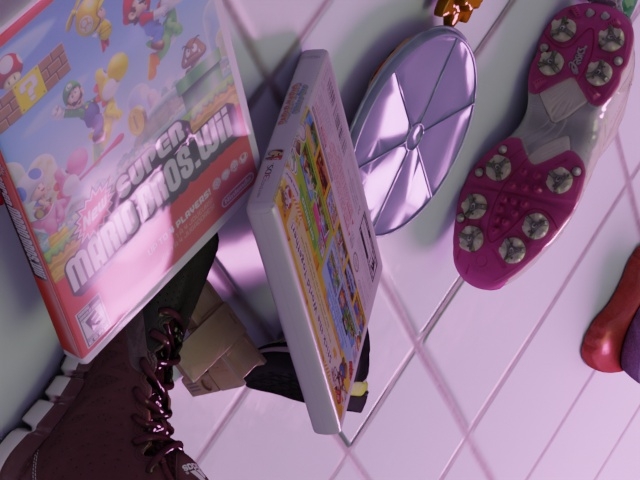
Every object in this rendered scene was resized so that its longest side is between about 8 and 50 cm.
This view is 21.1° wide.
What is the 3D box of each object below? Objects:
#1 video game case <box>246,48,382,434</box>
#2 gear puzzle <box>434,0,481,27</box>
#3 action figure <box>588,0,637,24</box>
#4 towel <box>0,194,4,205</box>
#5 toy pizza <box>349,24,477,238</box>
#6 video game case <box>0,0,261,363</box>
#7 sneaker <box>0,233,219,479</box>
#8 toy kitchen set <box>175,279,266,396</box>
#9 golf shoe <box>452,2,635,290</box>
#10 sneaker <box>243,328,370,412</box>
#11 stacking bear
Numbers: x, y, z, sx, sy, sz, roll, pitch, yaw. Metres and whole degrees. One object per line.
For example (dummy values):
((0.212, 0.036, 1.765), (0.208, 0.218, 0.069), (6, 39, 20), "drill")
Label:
((0.000, 0.000, 1.337), (0.206, 0.026, 0.227), (-73, 155, -49), "video game case")
((0.160, -0.337, 1.439), (0.175, 0.044, 0.339), (-10, 121, -57), "gear puzzle")
((0.334, -0.332, 1.724), (0.137, 0.063, 0.232), (35, 78, -58), "action figure")
((-0.176, -0.113, 1.080), (0.275, 0.031, 0.199), (-25, 134, -49), "towel")
((0.071, -0.096, 1.503), (0.201, 0.032, 0.201), (-39, 144, -36), "toy pizza")
((-0.128, -0.077, 1.119), (0.204, 0.025, 0.285), (-47, 145, -28), "video game case")
((-0.113, 0.124, 1.238), (0.281, 0.162, 0.106), (-60, 152, -7), "sneaker")
((-0.105, 0.089, 1.363), (0.068, 0.075, 0.083), (-45, 107, -36), "toy kitchen set")
((0.236, -0.080, 1.713), (0.306, 0.115, 0.140), (-61, 155, -3), "golf shoe")
((-0.006, 0.091, 1.482), (0.234, 0.084, 0.097), (40, 61, -76), "sneaker")
((0.504, 0.150, 2.156), (0.175, 0.289, 0.164), (-58, 151, -11), "stacking bear")
